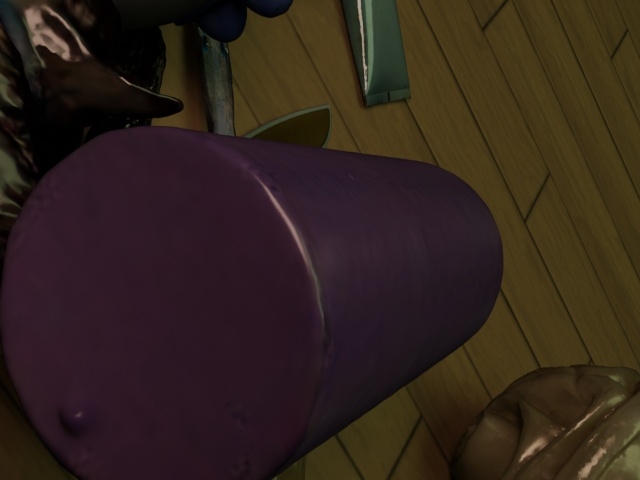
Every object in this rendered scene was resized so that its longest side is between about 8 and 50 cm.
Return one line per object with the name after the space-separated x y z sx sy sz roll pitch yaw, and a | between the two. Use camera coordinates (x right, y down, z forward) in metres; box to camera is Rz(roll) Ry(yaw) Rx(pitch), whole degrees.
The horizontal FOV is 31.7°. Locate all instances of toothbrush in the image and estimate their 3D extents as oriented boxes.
-0.090 -0.086 1.055 0.035 0.042 0.413 13 60 -44 | toothbrush

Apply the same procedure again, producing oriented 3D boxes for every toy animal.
-0.218 -0.070 0.785 0.303 0.194 0.344 32 57 -37 | toy animal

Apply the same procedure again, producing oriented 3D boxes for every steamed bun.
0.256 0.297 1.256 0.309 0.220 0.324 89 7 -70 | steamed bun

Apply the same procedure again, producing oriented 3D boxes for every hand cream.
0.052 -0.318 1.357 0.111 0.070 0.312 -17 100 -56 | hand cream

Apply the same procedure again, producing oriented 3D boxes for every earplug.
0.004 0.028 0.803 0.456 0.215 0.215 -10 86 -63 | earplug

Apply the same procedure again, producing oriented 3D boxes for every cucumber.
-0.165 -0.127 0.990 0.053 0.053 0.181 40 47 -39 | cucumber

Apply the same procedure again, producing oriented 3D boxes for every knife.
-0.067 -0.074 1.122 0.343 0.027 0.061 -38 105 -52 | knife

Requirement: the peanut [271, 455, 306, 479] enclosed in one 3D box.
-0.080 0.208 0.907 0.152 0.152 0.313 19 63 -50 | peanut

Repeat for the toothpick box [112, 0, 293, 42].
-0.135 -0.331 0.914 0.263 0.263 0.354 -35 105 -53 | toothpick box
